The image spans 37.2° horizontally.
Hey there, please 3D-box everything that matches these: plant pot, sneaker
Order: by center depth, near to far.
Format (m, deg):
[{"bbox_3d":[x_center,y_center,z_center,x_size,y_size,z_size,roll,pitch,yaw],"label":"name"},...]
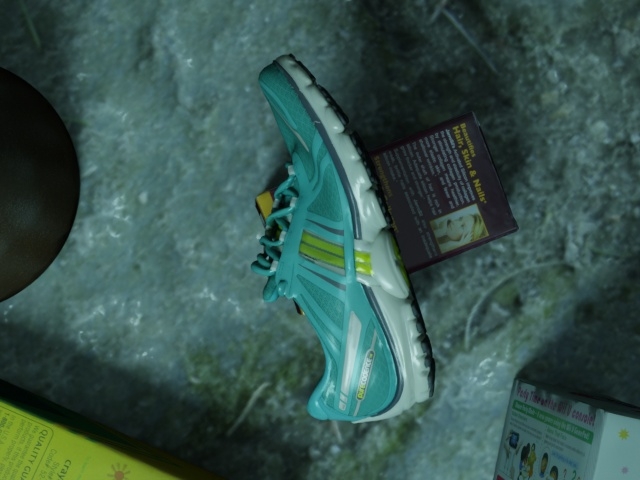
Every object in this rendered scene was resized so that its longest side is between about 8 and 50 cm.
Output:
[{"bbox_3d":[-0.300,-0.052,0.676,0.215,0.230,0.215,0,87,-5],"label":"plant pot"},{"bbox_3d":[0.000,0.000,0.687,0.110,0.107,0.275,-17,89,4],"label":"sneaker"}]

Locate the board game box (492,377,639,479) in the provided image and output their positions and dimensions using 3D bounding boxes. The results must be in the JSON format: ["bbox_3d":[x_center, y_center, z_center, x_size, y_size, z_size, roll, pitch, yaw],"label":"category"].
[{"bbox_3d":[0.185,0.268,0.709,0.097,0.224,0.303,12,87,-3],"label":"board game box"}]

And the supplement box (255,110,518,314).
[{"bbox_3d":[0.051,-0.020,0.780,0.188,0.081,0.104,-21,90,-5],"label":"supplement box"}]

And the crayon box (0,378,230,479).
[{"bbox_3d":[-0.198,0.250,0.746,0.318,0.081,0.202,25,86,-3],"label":"crayon box"}]
